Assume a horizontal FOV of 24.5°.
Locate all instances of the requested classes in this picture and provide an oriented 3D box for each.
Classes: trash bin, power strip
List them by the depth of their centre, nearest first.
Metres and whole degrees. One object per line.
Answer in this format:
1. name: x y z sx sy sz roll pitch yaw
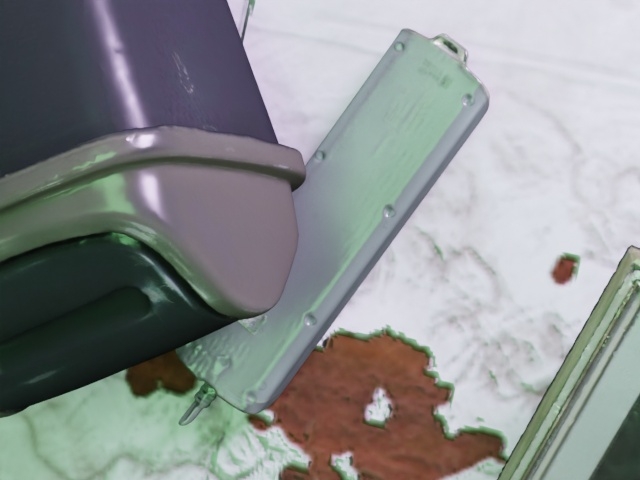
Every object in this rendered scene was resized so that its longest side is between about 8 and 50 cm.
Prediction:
1. trash bin: -0.138 -0.073 0.748 0.209 0.182 0.290 -23 77 28
2. power strip: 0.000 0.000 0.781 0.060 0.027 0.252 39 101 14

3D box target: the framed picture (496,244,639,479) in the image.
1. framed picture: 0.175 0.182 0.698 0.231 0.018 0.293 31 110 16
